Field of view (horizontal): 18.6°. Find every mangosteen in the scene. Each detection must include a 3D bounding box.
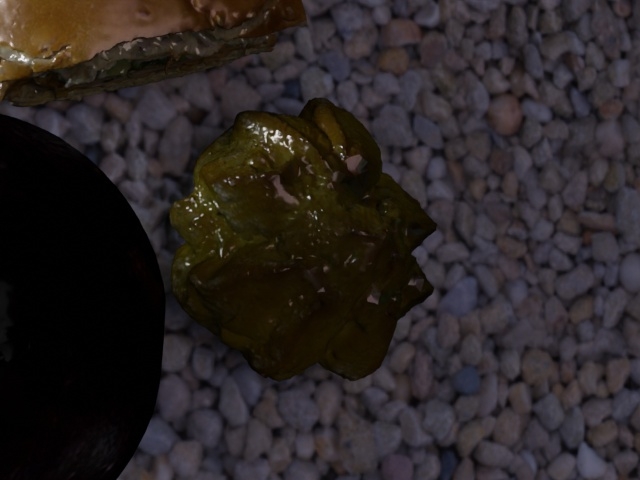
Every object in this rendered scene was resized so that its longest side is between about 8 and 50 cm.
[{"bbox_3d":[-0.317,0.045,1.416,0.382,0.382,0.435,-16,62,-30],"label":"mangosteen"}]

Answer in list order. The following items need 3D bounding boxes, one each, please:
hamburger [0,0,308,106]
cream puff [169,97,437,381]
[{"bbox_3d":[-0.157,-0.207,1.622,0.283,0.144,0.156,-14,93,-28],"label":"hamburger"},{"bbox_3d":[-0.010,0.004,1.685,0.244,0.196,0.244,-14,123,-23],"label":"cream puff"}]
